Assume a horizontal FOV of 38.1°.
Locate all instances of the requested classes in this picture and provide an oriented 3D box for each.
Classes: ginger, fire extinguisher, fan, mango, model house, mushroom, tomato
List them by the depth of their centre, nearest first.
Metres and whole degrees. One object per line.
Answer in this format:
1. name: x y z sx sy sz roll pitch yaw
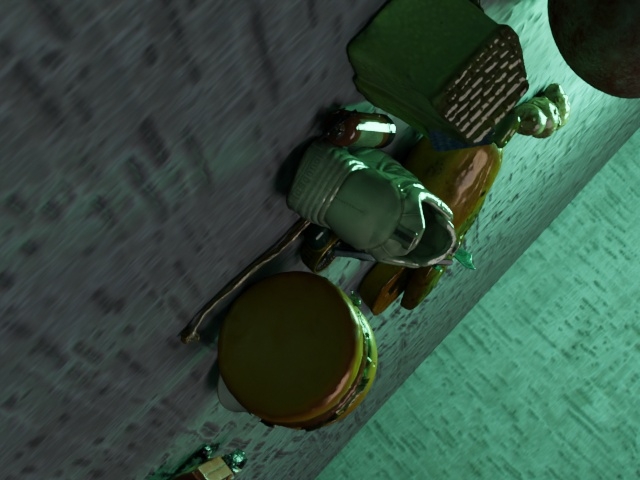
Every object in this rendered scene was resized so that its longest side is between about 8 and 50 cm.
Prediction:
1. model house: 0.170 -0.206 1.139 0.195 0.189 0.214 -45 162 -3
2. fire extinguisher: 0.047 -0.146 1.200 0.062 0.050 0.177 -34 170 23
3. mushroom: -0.096 0.043 1.331 0.286 0.026 0.028 -46 179 -11
4. fan: 0.000 0.000 1.426 0.082 0.039 0.155 -47 165 -7
5. tomato: 0.510 -0.375 1.432 0.317 0.282 0.316 -42 165 -13
6. mango: 0.184 -0.074 1.542 0.187 0.144 0.359 -44 171 -48
7. ginger: 0.451 -0.259 1.908 0.204 0.080 0.104 -30 124 -47

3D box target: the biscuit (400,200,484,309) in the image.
1. biscuit: 0.276 -0.003 1.996 0.359 0.046 0.359 -56 167 -20

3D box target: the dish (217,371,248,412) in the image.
1. dish: -0.052 0.209 1.592 0.260 0.085 0.260 -35 145 -29

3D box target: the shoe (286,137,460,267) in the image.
1. shoe: 0.099 -0.033 1.289 0.132 0.211 0.342 -59 162 10

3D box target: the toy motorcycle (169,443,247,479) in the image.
1. toy motorcycle: -0.254 0.493 1.825 0.171 0.089 0.298 -52 164 17

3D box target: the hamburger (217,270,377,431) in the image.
1. hamburger: -0.029 0.168 1.394 0.246 0.246 0.170 -47 151 -1

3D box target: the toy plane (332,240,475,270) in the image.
1. toy plane: 0.124 0.011 1.442 0.235 0.096 0.060 4 111 -15

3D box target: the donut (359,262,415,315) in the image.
1. donut: 0.138 0.084 1.934 0.152 0.058 0.152 -43 162 -18
